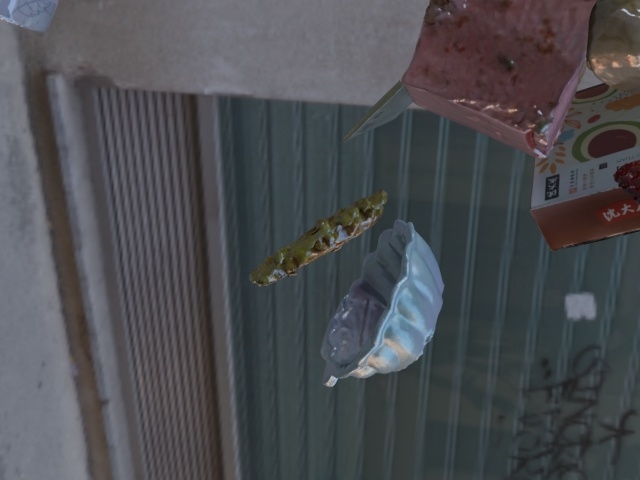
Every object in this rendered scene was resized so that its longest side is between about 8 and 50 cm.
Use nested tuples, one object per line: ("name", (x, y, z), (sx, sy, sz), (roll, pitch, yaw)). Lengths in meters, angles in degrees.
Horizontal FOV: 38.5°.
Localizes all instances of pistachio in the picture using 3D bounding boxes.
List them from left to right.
("pistachio", (0.468, -0.293, 1.343), (0.223, 0.152, 0.126), (13, 42, -47))

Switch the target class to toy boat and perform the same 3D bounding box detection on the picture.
("toy boat", (0.085, 0.099, 1.204), (0.290, 0.100, 0.199), (127, -17, -52))

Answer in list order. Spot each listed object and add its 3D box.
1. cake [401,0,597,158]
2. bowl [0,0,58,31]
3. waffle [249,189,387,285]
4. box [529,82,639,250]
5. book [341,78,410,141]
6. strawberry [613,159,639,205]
("cake", (0.322, -0.343, 1.599), (0.306, 0.314, 0.293), (-66, 166, 6))
("bowl", (-0.456, -0.395, 1.161), (0.143, 0.287, 0.287), (-63, 175, 10))
("waffle", (0.000, 0.000, 1.825), (0.068, 0.325, 0.302), (60, 11, 2))
("box", (0.622, -0.184, 1.871), (0.122, 0.345, 0.385), (55, 34, -30))
("book", (0.178, -0.328, 2.165), (0.215, 0.025, 0.283), (-43, 175, 31))
("strawberry", (0.613, -0.076, 1.524), (0.190, 0.236, 0.111), (-14, 140, -57))
